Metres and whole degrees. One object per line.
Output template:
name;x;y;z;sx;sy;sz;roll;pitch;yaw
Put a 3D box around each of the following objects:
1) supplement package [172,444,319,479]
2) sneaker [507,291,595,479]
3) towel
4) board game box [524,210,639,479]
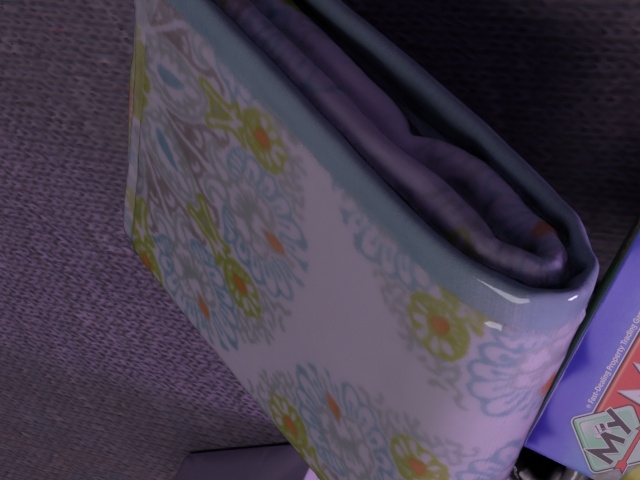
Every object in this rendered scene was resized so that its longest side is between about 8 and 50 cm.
supplement package;-0.029;0.358;1.464;0.198;0.199;0.263;-12;129;43
sneaker;0.168;0.158;1.152;0.110;0.118;0.292;17;145;12
towel;0.000;0.000;0.957;0.374;0.090;0.321;48;151;26
board game box;0.277;0.032;0.851;0.213;0.046;0.317;25;116;3
